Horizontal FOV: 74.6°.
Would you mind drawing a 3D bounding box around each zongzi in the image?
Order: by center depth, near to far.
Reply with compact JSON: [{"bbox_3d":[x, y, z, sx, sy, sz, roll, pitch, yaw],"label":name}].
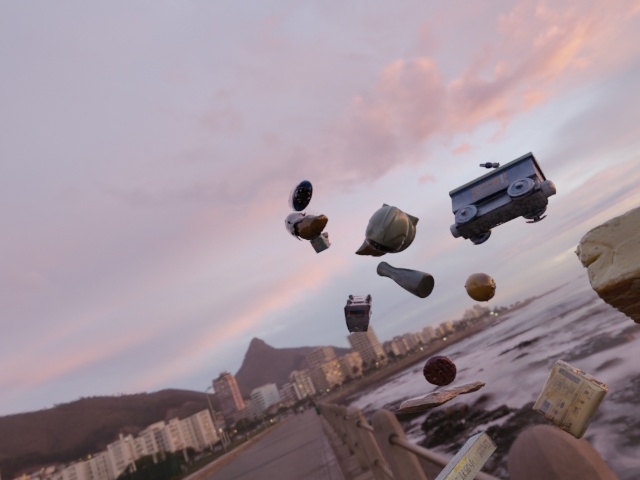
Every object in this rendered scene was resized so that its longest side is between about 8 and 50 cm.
[{"bbox_3d":[0.215,-0.020,1.893,0.178,0.188,0.081,5,-13,-37],"label":"zongzi"}]

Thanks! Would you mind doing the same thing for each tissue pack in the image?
[{"bbox_3d":[0.924,0.584,1.559,0.090,0.186,0.222,15,-80,-44],"label":"tissue pack"}]

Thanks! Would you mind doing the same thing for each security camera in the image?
[{"bbox_3d":[0.273,-0.041,1.662,0.191,0.197,0.277,-64,-14,6],"label":"security camera"}]

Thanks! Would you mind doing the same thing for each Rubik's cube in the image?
[{"bbox_3d":[0.003,0.001,1.704,0.075,0.084,0.073,-9,18,24],"label":"Rubik's cube"}]

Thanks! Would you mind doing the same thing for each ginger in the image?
[{"bbox_3d":[-0.071,-0.061,1.655,0.133,0.107,0.309,-31,16,-15],"label":"ginger"}]

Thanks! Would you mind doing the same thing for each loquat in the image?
[{"bbox_3d":[0.726,0.213,1.910,0.141,0.141,0.141,-23,-19,-8],"label":"loquat"}]

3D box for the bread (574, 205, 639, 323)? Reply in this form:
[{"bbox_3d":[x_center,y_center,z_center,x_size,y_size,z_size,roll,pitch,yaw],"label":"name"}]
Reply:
[{"bbox_3d":[1.182,0.075,1.492,0.371,0.279,0.390,26,-45,-27],"label":"bread"}]

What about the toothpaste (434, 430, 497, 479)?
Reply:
[{"bbox_3d":[0.412,0.698,1.255,0.313,0.071,0.089,-23,-27,-37],"label":"toothpaste"}]

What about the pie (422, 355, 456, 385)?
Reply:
[{"bbox_3d":[0.553,0.606,1.948,0.155,0.154,0.036,-30,-2,13],"label":"pie"}]

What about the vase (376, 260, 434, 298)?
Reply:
[{"bbox_3d":[0.286,0.127,1.457,0.086,0.086,0.214,-13,20,-33],"label":"vase"}]

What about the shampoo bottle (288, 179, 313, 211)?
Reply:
[{"bbox_3d":[-0.055,-0.121,1.158,0.050,0.087,0.183,21,1,-10],"label":"shampoo bottle"}]

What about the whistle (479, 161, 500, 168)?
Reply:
[{"bbox_3d":[0.686,-0.302,1.704,0.083,0.033,0.029,11,8,40],"label":"whistle"}]

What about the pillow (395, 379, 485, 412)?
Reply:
[{"bbox_3d":[0.290,0.372,1.002,0.211,0.034,0.135,-3,-27,-32],"label":"pillow"}]

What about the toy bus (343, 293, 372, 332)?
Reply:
[{"bbox_3d":[0.171,0.308,1.815,0.113,0.137,0.317,-3,-2,10],"label":"toy bus"}]

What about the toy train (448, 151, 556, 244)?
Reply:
[{"bbox_3d":[0.516,-0.119,1.225,0.300,0.201,0.131,-27,-60,33],"label":"toy train"}]
